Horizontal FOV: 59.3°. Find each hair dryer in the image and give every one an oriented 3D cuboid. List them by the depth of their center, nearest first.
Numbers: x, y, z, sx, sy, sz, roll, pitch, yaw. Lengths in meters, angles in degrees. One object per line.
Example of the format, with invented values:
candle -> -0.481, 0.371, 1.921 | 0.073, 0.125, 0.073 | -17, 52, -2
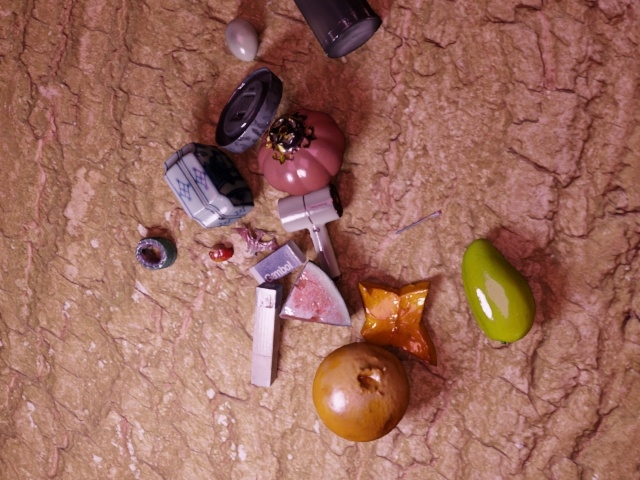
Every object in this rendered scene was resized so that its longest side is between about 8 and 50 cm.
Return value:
hair dryer -> 0.000, 0.000, 1.948 | 0.203, 0.128, 0.361 | -16, 97, 14

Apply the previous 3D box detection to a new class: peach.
peach -> -0.364, 0.054, 2.070 | 0.083, 0.077, 0.050 | -13, 84, -29

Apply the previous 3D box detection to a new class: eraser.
eraser -> -0.151, 0.083, 1.976 | 0.213, 0.046, 0.091 | -32, 98, 35

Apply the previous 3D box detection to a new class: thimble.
thimble -> -0.615, 0.048, 2.109 | 0.135, 0.090, 0.118 | 17, 97, 13

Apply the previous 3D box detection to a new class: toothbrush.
toothbrush -> 0.329, -0.057, 1.905 | 0.167, 0.011, 0.014 | -27, 92, 14

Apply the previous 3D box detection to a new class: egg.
egg -> -0.272, -0.700, 1.963 | 0.114, 0.114, 0.152 | -22, 91, 14

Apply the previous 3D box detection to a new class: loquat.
loquat -> 0.130, 0.490, 1.838 | 0.329, 0.328, 0.327 | 1, 94, 14

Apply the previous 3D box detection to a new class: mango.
mango -> 0.559, 0.156, 1.786 | 0.193, 0.156, 0.342 | -23, 87, 14

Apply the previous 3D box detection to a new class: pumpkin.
pumpkin -> 0.259, 0.276, 1.902 | 0.259, 0.095, 0.289 | -2, 97, 10

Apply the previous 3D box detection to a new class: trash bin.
trash bin -> 0.032, -0.781, 1.838 | 0.252, 0.203, 0.301 | -29, 83, -26

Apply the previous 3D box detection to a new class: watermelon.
watermelon -> -0.030, 0.220, 1.895 | 0.201, 0.213, 0.261 | -36, 87, -17

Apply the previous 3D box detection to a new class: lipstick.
lipstick -> -0.192, 0.336, 2.000 | 0.080, 0.076, 0.370 | 9, 105, 13

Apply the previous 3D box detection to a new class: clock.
clock -> -0.244, -0.436, 1.900 | 0.061, 0.312, 0.312 | 30, 104, -34

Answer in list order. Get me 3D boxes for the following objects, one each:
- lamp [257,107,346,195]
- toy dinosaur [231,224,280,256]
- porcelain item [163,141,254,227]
lamp -> -0.071, -0.301, 1.850 | 0.306, 0.240, 0.305 | -10, 64, 22
toy dinosaur -> -0.228, 0.005, 2.040 | 0.220, 0.032, 0.108 | 25, 96, 2
porcelain item -> -0.375, -0.191, 1.936 | 0.157, 0.281, 0.285 | -34, 83, 16
